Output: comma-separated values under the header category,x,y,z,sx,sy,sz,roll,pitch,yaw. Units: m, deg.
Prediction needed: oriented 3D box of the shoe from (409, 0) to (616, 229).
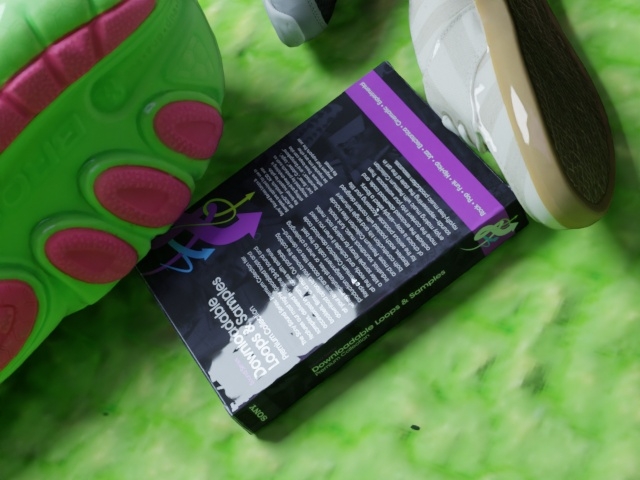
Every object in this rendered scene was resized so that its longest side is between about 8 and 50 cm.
category,x,y,z,sx,sy,sz,roll,pitch,yaw
shoe,0.082,-0.082,0.644,0.058,0.076,0.219,-37,43,28

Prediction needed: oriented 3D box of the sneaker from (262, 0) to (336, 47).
category,x,y,z,sx,sy,sz,roll,pitch,yaw
sneaker,0.019,-0.195,0.731,0.083,0.084,0.215,6,62,21

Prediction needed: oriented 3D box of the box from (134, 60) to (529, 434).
category,x,y,z,sx,sy,sz,roll,pitch,yaw
box,0.000,0.000,0.648,0.162,0.029,0.116,-36,52,-3

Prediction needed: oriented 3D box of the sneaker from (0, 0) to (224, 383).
category,x,y,z,sx,sy,sz,roll,pitch,yaw
sneaker,-0.256,0.031,0.678,0.483,0.185,0.202,-39,33,-6
